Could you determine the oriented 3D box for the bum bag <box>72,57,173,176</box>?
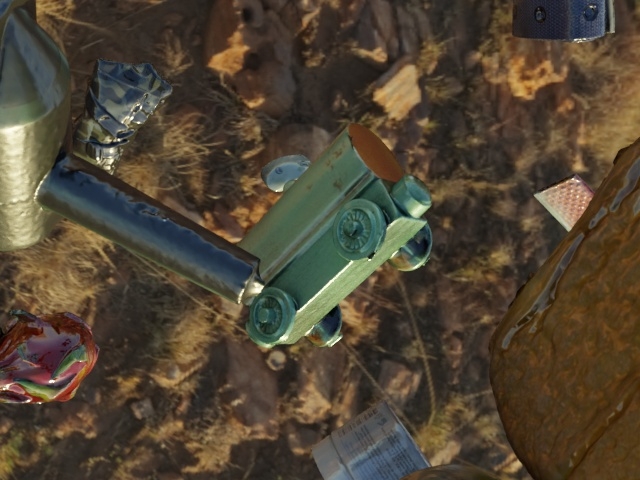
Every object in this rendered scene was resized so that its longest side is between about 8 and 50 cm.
[{"bbox_3d":[-0.419,-0.221,1.509,0.144,0.340,0.095,26,39,-25],"label":"bum bag"}]

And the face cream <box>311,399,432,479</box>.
[{"bbox_3d":[0.094,0.373,1.286,0.152,0.177,0.177,-33,119,-2],"label":"face cream"}]

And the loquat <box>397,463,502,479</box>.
[{"bbox_3d":[0.103,0.270,0.608,0.227,0.179,0.179,17,86,-65],"label":"loquat"}]

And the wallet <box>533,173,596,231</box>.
[{"bbox_3d":[0.524,-0.049,1.547,0.196,0.103,0.020,41,49,-16],"label":"wallet"}]

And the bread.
[{"bbox_3d":[0.297,0.093,0.581,0.147,0.328,0.337,18,114,-24],"label":"bread"}]

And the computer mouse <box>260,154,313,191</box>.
[{"bbox_3d":[-0.051,-0.124,1.357,0.110,0.032,0.056,-23,72,-33],"label":"computer mouse"}]

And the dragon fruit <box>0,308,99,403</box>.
[{"bbox_3d":[-0.537,0.211,1.426,0.269,0.200,0.199,0,102,-32],"label":"dragon fruit"}]

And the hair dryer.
[{"bbox_3d":[-0.166,-0.057,0.606,0.302,0.244,0.116,27,56,-1],"label":"hair dryer"}]

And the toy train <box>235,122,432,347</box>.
[{"bbox_3d":[0.000,0.000,0.888,0.116,0.177,0.285,7,136,-47],"label":"toy train"}]

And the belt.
[{"bbox_3d":[0.436,-0.434,1.431,0.139,0.230,0.126,-10,109,-10],"label":"belt"}]
